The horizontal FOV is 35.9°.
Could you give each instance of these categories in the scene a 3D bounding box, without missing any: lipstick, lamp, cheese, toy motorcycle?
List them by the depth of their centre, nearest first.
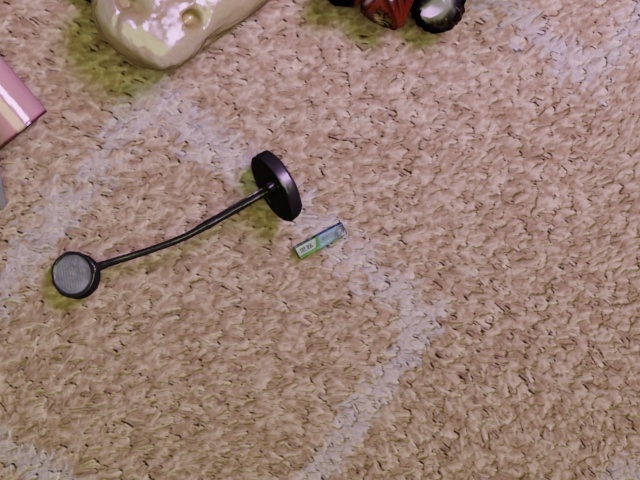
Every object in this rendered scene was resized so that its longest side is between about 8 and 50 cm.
[{"bbox_3d":[-0.506,-0.273,1.313,0.087,0.087,0.327,-40,104,-6],"label":"lipstick"},{"bbox_3d":[-0.186,-0.343,1.360,0.263,0.093,0.159,-41,99,-19],"label":"cheese"},{"bbox_3d":[0.065,-0.470,1.403,0.207,0.134,0.401,-23,103,-16],"label":"toy motorcycle"},{"bbox_3d":[-0.201,-0.002,1.440,0.371,0.108,0.130,-32,83,3],"label":"lamp"}]

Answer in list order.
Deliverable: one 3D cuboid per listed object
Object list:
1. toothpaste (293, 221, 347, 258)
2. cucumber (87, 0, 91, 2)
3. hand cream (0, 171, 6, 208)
[{"bbox_3d":[0.000,0.000,1.507,0.083,0.017,0.020,-28,103,-9],"label":"toothpaste"},{"bbox_3d":[-0.304,-0.339,1.382,0.134,0.033,0.034,24,62,-20],"label":"cucumber"},{"bbox_3d":[-0.608,-0.094,1.297,0.358,0.118,0.186,-5,133,-12],"label":"hand cream"}]
